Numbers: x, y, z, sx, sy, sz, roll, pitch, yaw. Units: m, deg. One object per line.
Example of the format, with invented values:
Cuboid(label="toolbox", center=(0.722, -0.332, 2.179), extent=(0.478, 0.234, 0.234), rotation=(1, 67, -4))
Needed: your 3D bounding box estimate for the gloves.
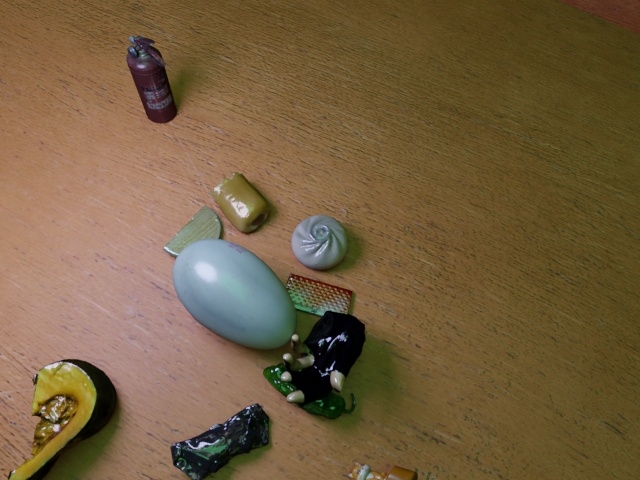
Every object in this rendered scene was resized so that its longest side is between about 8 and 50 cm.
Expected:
Cuboid(label="gloves", center=(0.010, 0.303, 1.155), extent=(0.197, 0.152, 0.301), rotation=(5, 19, 39))

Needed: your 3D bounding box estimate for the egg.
Cuboid(label="egg", center=(-0.222, 0.144, 1.198), extent=(0.371, 0.230, 0.230), rotation=(36, 66, 3))

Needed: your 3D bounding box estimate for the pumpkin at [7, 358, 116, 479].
Cuboid(label="pumpkin", center=(-0.635, 0.415, 1.071), extent=(0.190, 0.139, 0.280), rotation=(45, 65, 10))

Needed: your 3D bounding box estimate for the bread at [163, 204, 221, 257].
Cuboid(label="bread", center=(-0.363, -0.008, 1.359), extent=(0.112, 0.036, 0.193), rotation=(34, 62, 4))

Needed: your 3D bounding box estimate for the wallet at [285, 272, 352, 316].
Cuboid(label="wallet", center=(-0.009, 0.168, 1.325), extent=(0.196, 0.020, 0.103), rotation=(16, 65, 1))

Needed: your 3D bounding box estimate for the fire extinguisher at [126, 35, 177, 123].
Cuboid(label="fire extinguisher", center=(-0.514, -0.500, 1.404), extent=(0.147, 0.337, 0.106), rotation=(35, 67, 10))

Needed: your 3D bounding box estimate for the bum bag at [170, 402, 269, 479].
Cuboid(label="bum bag", center=(-0.237, 0.500, 1.116), extent=(0.248, 0.069, 0.102), rotation=(-21, 93, -20))

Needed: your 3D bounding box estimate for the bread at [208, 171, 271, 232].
Cuboid(label="bread", center=(-0.241, -0.117, 1.395), extent=(0.134, 0.085, 0.173), rotation=(-40, 75, -21))

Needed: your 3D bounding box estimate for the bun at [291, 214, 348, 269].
Cuboid(label="bun", center=(0.000, 0.000, 1.352), extent=(0.172, 0.120, 0.173), rotation=(2, 67, -5))

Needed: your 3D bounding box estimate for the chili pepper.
Cuboid(label="chili pepper", center=(-0.034, 0.396, 1.185), extent=(0.257, 0.074, 0.100), rotation=(31, 21, 5))

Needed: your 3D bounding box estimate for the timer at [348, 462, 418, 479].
Cuboid(label="timer", center=(0.143, 0.595, 1.104), extent=(0.152, 0.132, 0.132), rotation=(18, 62, 27))
